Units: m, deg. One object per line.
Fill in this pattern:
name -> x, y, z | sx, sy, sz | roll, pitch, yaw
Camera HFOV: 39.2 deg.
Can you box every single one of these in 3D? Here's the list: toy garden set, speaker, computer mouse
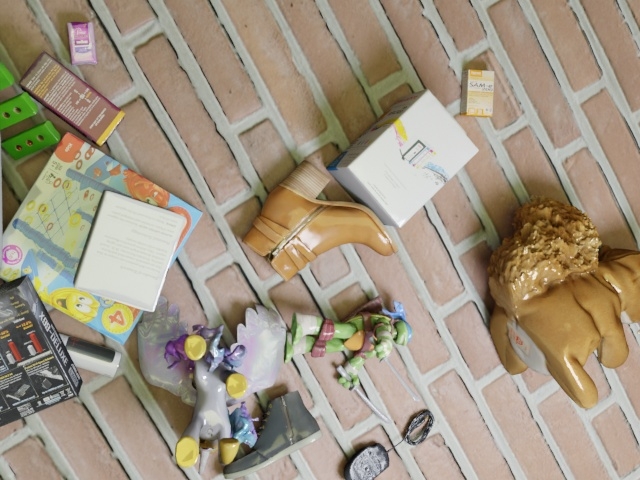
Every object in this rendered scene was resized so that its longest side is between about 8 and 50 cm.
toy garden set -> -0.632, -0.254, 1.663 | 0.204, 0.049, 0.244 | -19, 126, 20
speaker -> -0.467, 0.227, 1.773 | 0.136, 0.055, 0.055 | 21, 89, -14
computer mouse -> 0.149, 0.449, 1.954 | 0.242, 0.041, 0.071 | -32, 99, -17

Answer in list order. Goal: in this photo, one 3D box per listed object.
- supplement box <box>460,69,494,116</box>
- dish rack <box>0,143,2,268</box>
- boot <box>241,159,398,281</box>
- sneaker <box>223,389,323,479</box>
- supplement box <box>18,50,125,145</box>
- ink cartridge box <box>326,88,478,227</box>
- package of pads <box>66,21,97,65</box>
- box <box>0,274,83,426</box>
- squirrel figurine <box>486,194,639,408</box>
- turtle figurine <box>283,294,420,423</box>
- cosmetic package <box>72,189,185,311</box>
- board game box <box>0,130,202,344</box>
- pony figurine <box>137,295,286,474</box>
supplement box -> 0.340, -0.318, 1.947 | 0.062, 0.036, 0.098 | 1, 93, -15
dish rack -> -0.694, -0.078, 1.641 | 0.285, 0.072, 0.333 | 1, 94, 19
boot -> 0.000, 0.000, 1.845 | 0.283, 0.109, 0.220 | 39, 83, -11
sneaker -> -0.117, 0.405, 1.870 | 0.222, 0.083, 0.118 | -27, 81, -4
supplement box -> -0.472, -0.266, 1.714 | 0.188, 0.104, 0.081 | 38, 84, -13
ink cartridge box -> 0.166, -0.168, 1.845 | 0.233, 0.171, 0.168 | -44, 102, -8
package of pads -> -0.464, -0.382, 1.746 | 0.050, 0.032, 0.083 | -6, 95, -16
box -> -0.639, 0.233, 1.672 | 0.307, 0.076, 0.242 | -22, 107, 0
squirrel figurine -> 0.552, 0.090, 1.913 | 0.370, 0.281, 0.397 | -31, 103, -17
turtle figurine -> 0.065, 0.245, 1.835 | 0.266, 0.198, 0.274 | 7, 88, -10
cosmetic package -> -0.353, 0.015, 1.648 | 0.151, 0.151, 0.183 | 18, 90, -15
board game box -> -0.438, -0.004, 1.749 | 0.302, 0.086, 0.308 | 31, 86, -14
pony figurine -> -0.214, 0.274, 1.725 | 0.303, 0.363, 0.351 | 4, 77, -7
